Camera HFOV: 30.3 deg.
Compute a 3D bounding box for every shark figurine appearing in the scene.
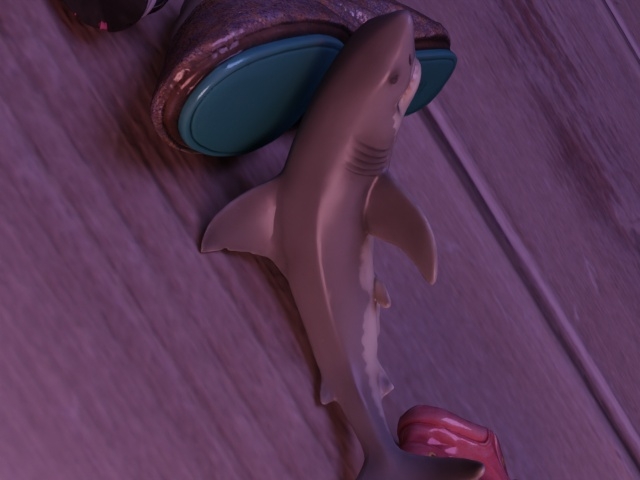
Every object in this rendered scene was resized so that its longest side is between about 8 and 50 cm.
[{"bbox_3d":[-0.006,0.024,0.660,0.116,0.166,0.278,-4,91,-25],"label":"shark figurine"}]

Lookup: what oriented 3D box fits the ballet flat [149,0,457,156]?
[{"bbox_3d":[-0.025,-0.118,0.727,0.106,0.107,0.316,47,25,15],"label":"ballet flat"}]

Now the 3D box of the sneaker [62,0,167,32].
[{"bbox_3d":[-0.137,-0.199,0.657,0.178,0.072,0.077,67,21,-6],"label":"sneaker"}]

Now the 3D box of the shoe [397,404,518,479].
[{"bbox_3d":[0.108,0.169,0.707,0.178,0.063,0.081,36,45,-27],"label":"shoe"}]
